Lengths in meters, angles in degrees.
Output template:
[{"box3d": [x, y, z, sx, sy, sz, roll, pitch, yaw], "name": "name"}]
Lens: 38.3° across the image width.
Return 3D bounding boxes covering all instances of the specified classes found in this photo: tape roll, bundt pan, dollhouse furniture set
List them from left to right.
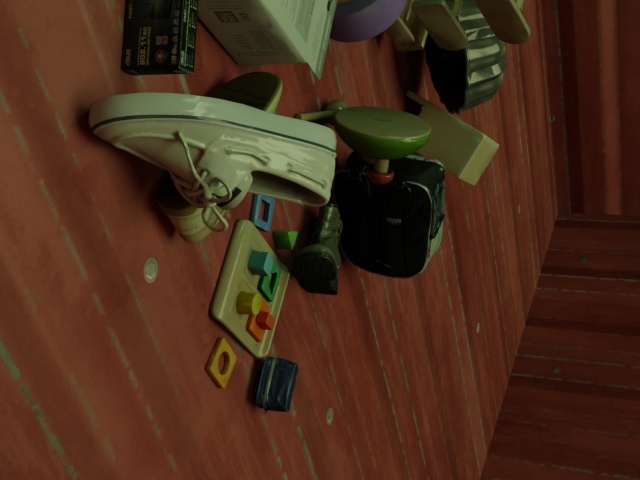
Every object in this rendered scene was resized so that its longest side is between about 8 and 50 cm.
[{"box3d": [0.061, -0.462, 1.678, 0.080, 0.189, 0.189, 49, 49, -57], "name": "tape roll"}, {"box3d": [0.290, -0.543, 1.873, 0.256, 0.394, 0.362, 40, 59, -49], "name": "dollhouse furniture set"}, {"box3d": [0.347, -0.471, 2.191, 0.331, 0.124, 0.331, 167, -90, -83], "name": "bundt pan"}]

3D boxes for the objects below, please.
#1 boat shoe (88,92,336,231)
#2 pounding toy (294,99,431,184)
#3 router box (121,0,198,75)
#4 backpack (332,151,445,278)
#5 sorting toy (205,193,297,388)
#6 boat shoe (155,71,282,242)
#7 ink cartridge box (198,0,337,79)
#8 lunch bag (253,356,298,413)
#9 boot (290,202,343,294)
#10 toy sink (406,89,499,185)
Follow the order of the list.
[{"box3d": [-0.134, -0.092, 1.231, 0.367, 0.136, 0.156, 8, 77, -40], "name": "boat shoe"}, {"box3d": [0.086, -0.180, 1.739, 0.183, 0.237, 0.110, -36, 138, -56], "name": "pounding toy"}, {"box3d": [-0.211, -0.281, 1.215, 0.038, 0.092, 0.122, 7, 86, -65], "name": "router box"}, {"box3d": [0.145, -0.055, 1.879, 0.191, 0.225, 0.253, -48, 143, -51], "name": "backpack"}, {"box3d": [-0.104, 0.087, 1.554, 0.196, 0.047, 0.348, 53, 46, -55], "name": "sorting toy"}, {"box3d": [-0.141, -0.131, 1.383, 0.302, 0.109, 0.098, -63, 153, -31], "name": "boat shoe"}, {"box3d": [-0.073, -0.445, 1.456, 0.272, 0.130, 0.309, 45, 53, -61], "name": "ink cartridge box"}, {"box3d": [-0.081, 0.255, 1.608, 0.067, 0.065, 0.098, 81, 21, -71], "name": "lunch bag"}, {"box3d": [0.000, 0.000, 1.718, 0.246, 0.083, 0.161, 76, 20, -74], "name": "boot"}, {"box3d": [0.294, -0.248, 2.262, 0.131, 0.234, 0.153, -59, 158, 9], "name": "toy sink"}]
